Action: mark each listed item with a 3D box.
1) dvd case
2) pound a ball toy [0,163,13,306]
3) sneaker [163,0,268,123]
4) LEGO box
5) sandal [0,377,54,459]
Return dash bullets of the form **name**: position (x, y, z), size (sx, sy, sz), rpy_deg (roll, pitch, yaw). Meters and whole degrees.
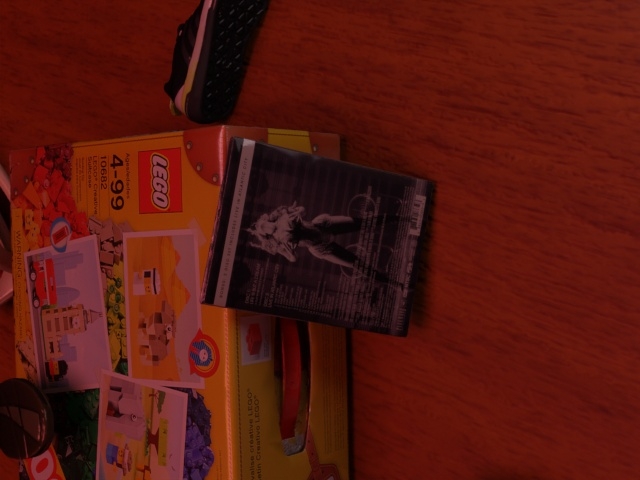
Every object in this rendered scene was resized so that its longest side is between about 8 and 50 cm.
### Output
- **dvd case**: position (0.000, 0.000, 1.066), size (0.018, 0.221, 0.164), rpy_deg (-176, 97, -68)
- **pound a ball toy**: position (-0.492, -0.030, 1.552), size (0.208, 0.136, 0.319), rpy_deg (-36, 67, 7)
- **sneaker**: position (-0.136, -0.251, 1.258), size (0.097, 0.084, 0.235), rpy_deg (33, 112, 35)
- **LEGO box**: position (-0.167, 0.136, 1.227), size (0.372, 0.193, 0.500), rpy_deg (-1, 91, 40)
- **sandal**: position (-0.340, 0.205, 1.218), size (0.219, 0.060, 0.090), rpy_deg (-23, 70, 55)
